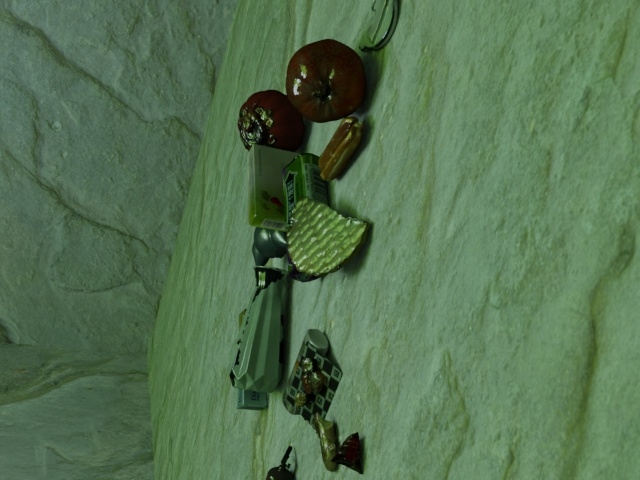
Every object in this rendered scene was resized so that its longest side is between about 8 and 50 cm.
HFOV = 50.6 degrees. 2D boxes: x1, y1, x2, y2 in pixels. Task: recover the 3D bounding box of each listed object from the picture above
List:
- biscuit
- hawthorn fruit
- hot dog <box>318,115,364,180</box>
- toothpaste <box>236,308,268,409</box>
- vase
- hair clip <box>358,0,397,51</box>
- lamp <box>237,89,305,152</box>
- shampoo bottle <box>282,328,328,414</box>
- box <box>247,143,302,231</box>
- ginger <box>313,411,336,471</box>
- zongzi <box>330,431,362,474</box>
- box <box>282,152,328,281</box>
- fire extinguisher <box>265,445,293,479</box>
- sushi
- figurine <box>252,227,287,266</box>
[{"bbox_3d":[0.000,0.000,1.670,0.273,0.036,0.187,31,91,47],"label":"biscuit"},{"bbox_3d":[0.020,-0.424,1.739,0.262,0.211,0.210,-75,9,-52],"label":"hawthorn fruit"},{"bbox_3d":[0.056,-0.236,1.732,0.235,0.062,0.092,130,143,-57],"label":"hot dog"},{"bbox_3d":[-0.215,0.375,2.133,0.071,0.089,0.312,-40,45,51],"label":"toothpaste"},{"bbox_3d":[-0.173,0.261,2.001,0.165,0.165,0.360,162,118,-66],"label":"vase"},{"bbox_3d":[0.147,-0.560,1.655,0.140,0.054,0.220,-123,44,-53],"label":"hair clip"},{"bbox_3d":[-0.159,-0.353,2.102,0.227,0.227,0.226,-171,90,-68],"label":"lamp"},{"bbox_3d":[-0.041,0.342,1.756,0.086,0.056,0.227,-120,43,-53],"label":"shampoo bottle"},{"bbox_3d":[-0.122,-0.152,1.984,0.062,0.175,0.260,127,144,-50],"label":"box"},{"bbox_3d":[0.017,0.470,1.589,0.057,0.044,0.137,-31,53,25],"label":"ginger"},{"bbox_3d":[0.069,0.470,1.460,0.083,0.073,0.067,-47,-5,-41],"label":"zongzi"},{"bbox_3d":[-0.036,-0.067,1.845,0.134,0.097,0.345,-37,47,39],"label":"box"},{"bbox_3d":[-0.120,0.687,1.811,0.089,0.072,0.267,-25,-51,-72],"label":"fire extinguisher"},{"bbox_3d":[-0.030,0.370,1.679,0.139,0.031,0.201,38,120,36],"label":"sushi"},{"bbox_3d":[-0.142,-0.068,2.063,0.193,0.140,0.265,-23,83,45],"label":"figurine"}]
